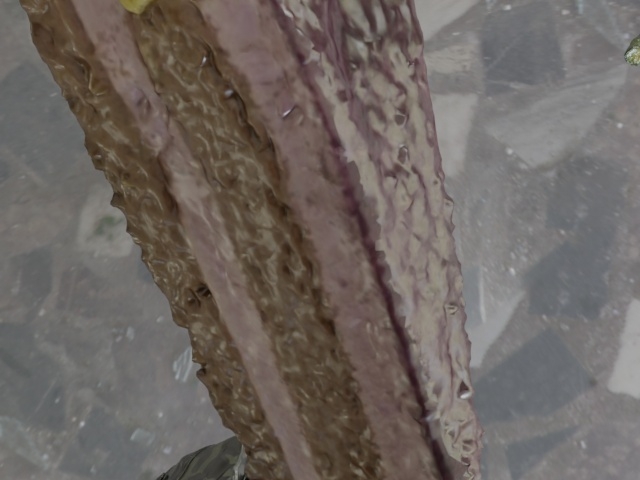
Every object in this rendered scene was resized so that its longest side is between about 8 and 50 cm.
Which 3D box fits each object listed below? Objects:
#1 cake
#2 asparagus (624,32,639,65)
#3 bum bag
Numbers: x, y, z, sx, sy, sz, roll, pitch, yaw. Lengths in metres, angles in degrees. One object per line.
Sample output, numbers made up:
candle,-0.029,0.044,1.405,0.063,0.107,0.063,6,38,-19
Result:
cake,-0.018,-0.010,0.373,0.116,0.113,0.295,-4,107,39
asparagus,0.328,-0.200,1.004,0.021,0.108,0.025,38,125,6
bum bag,-0.171,0.336,1.302,0.095,0.340,0.144,32,58,-9
